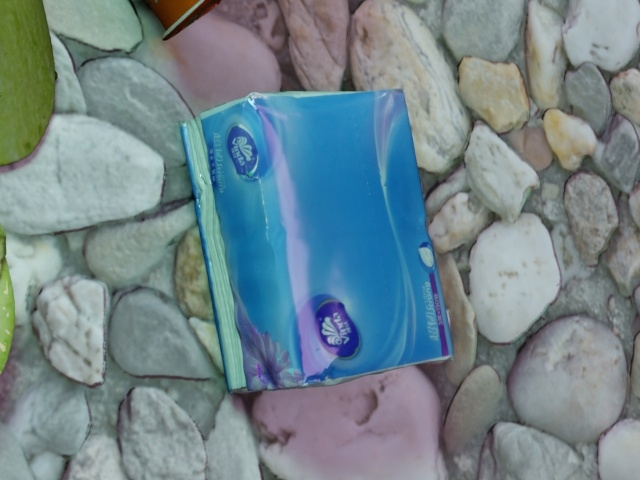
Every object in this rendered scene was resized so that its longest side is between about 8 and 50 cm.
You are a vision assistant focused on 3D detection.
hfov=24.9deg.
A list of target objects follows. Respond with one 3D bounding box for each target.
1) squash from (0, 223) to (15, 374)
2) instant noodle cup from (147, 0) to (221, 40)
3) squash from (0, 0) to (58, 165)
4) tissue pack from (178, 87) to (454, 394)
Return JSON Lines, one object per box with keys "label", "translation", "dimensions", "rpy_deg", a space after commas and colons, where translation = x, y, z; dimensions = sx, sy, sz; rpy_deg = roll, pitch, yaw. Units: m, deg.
{"label": "squash", "translation": [-0.320, 0.050, 1.118], "dimensions": [0.220, 0.133, 0.220], "rpy_deg": [7, 80, -42]}
{"label": "instant noodle cup", "translation": [-0.101, -0.329, 1.292], "dimensions": [0.192, 0.250, 0.250], "rpy_deg": [52, 55, -8]}
{"label": "squash", "translation": [-0.331, -0.173, 1.214], "dimensions": [0.237, 0.155, 0.204], "rpy_deg": [-25, 60, -36]}
{"label": "tissue pack", "translation": [0.000, 0.000, 1.353], "dimensions": [0.198, 0.146, 0.264], "rpy_deg": [-7, 86, -37]}
